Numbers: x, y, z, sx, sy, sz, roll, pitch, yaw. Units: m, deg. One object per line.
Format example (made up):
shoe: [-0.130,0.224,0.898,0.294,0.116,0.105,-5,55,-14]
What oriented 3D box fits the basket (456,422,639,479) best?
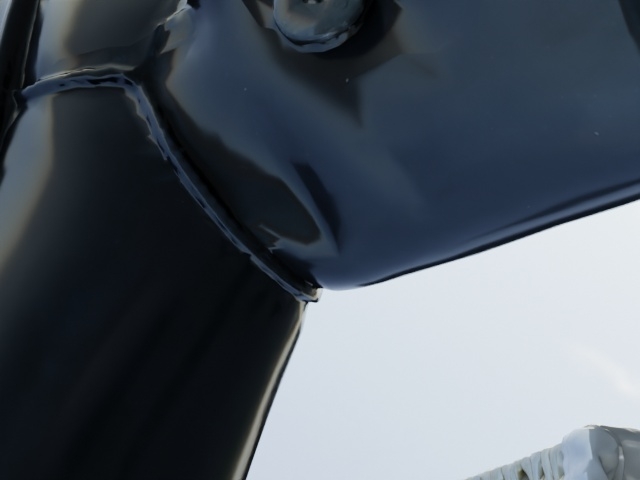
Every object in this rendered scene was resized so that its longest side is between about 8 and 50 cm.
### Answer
basket: [0.256,0.324,1.031,0.331,0.266,0.328,9,-110,-25]

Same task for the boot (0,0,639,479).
boot: [0.000,0.000,0.338,0.094,0.207,0.246,38,-138,-47]
